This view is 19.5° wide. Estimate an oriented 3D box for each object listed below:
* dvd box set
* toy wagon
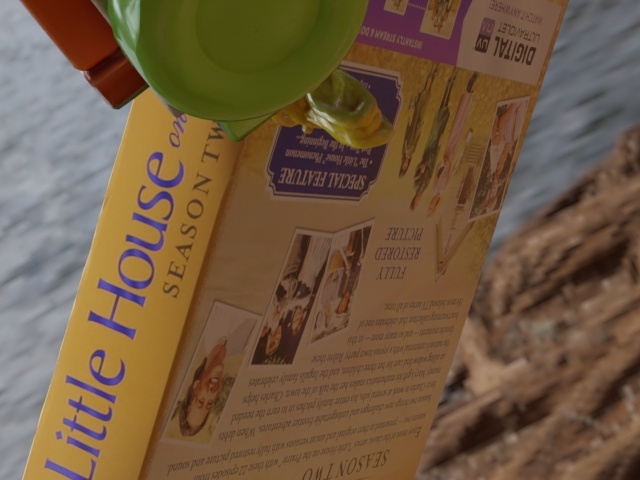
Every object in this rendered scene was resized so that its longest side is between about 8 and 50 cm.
[{"bbox_3d":[0.000,0.000,0.857,0.062,0.420,0.307,21,10,25],"label":"dvd box set"},{"bbox_3d":[-0.084,-0.123,0.464,0.068,0.344,0.267,-38,44,-2],"label":"toy wagon"}]
